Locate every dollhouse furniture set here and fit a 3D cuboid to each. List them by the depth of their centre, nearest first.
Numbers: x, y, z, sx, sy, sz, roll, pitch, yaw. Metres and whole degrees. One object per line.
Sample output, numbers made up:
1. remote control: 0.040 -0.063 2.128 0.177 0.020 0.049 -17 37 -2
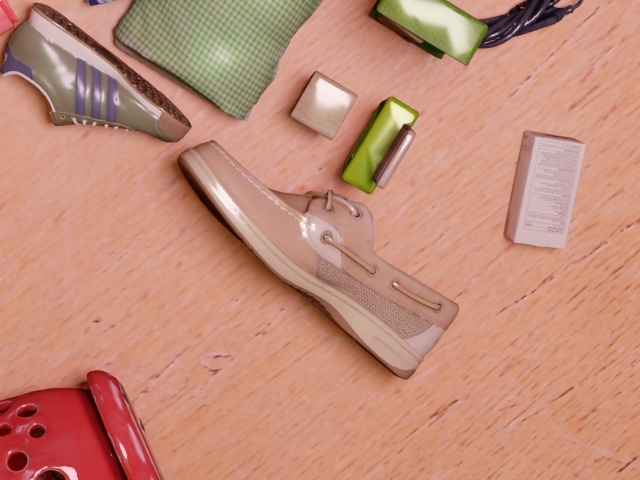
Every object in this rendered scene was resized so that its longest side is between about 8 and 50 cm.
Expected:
1. dollhouse furniture set: -0.029 -0.194 1.395 0.301 0.151 0.197 30 97 -7

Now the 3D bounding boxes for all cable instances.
1. cable: 0.171 -0.273 1.484 0.184 0.047 0.150 -17 107 -4

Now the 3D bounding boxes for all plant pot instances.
1. plant pot: -0.251 0.233 1.461 0.174 0.191 0.191 -23 106 -6

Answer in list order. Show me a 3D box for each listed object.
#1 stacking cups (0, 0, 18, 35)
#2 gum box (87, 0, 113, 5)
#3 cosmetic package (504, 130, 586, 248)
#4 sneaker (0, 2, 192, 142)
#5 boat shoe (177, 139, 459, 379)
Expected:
1. stacking cups: -0.431 -0.144 1.389 0.316 0.096 0.096 -29 106 -3
2. gum box: -0.165 -0.307 1.359 0.041 0.184 0.157 -34 113 -44
3. cosmetic package: 0.234 -0.053 1.552 0.060 0.041 0.115 9 102 -12
4. sneaker: -0.225 -0.141 1.445 0.192 0.064 0.086 38 103 -16
5. boat shoe: 0.000 0.000 1.492 0.341 0.121 0.110 42 89 -26
